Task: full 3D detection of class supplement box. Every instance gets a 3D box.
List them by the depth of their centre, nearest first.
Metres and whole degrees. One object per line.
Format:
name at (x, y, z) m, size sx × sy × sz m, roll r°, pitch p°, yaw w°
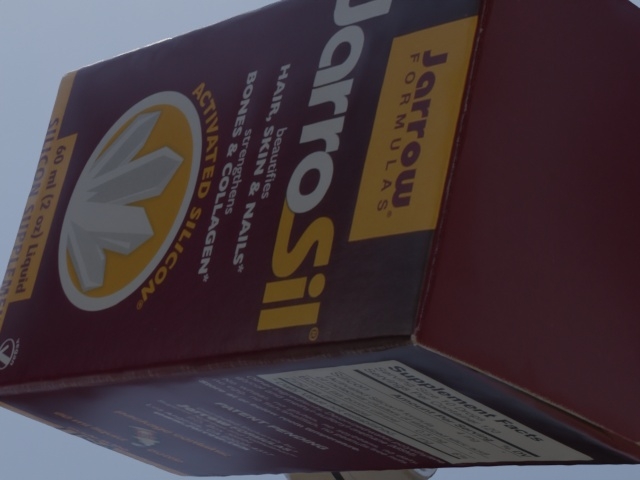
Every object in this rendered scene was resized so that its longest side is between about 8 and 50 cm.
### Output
supplement box at (0.000, 0.000, 0.494) m, size 0.081 × 0.104 × 0.188 m, roll 26°, pitch -23°, yaw -34°

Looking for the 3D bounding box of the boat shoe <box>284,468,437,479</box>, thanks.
boat shoe at (0.019, 0.040, 0.732) m, size 0.084 × 0.095 × 0.258 m, roll -5°, pitch -27°, yaw 17°
